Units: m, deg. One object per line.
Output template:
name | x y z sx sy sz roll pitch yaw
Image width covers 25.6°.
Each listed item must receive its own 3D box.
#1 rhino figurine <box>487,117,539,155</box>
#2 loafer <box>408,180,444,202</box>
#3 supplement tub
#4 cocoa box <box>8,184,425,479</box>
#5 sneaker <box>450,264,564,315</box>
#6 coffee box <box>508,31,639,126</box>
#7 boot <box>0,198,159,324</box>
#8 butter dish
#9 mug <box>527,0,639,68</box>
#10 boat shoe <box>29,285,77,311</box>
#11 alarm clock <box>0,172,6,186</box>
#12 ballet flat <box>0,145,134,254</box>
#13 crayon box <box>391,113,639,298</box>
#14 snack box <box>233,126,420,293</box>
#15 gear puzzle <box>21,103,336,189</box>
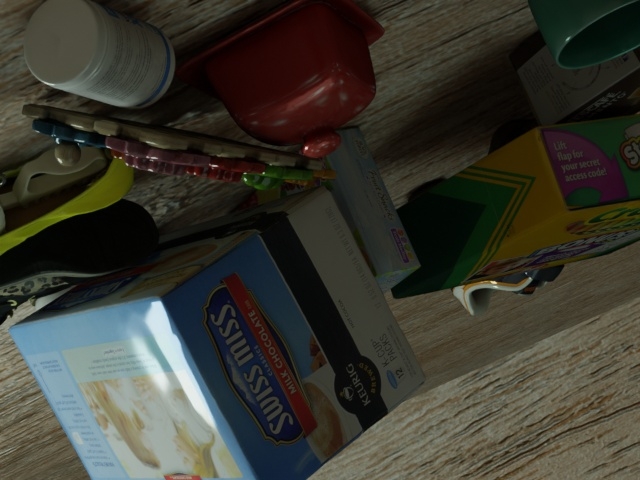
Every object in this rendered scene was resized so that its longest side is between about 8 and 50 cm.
rhino figurine | 0.290 -0.116 1.759 0.106 0.073 0.243 -20 170 30
loafer | 0.167 -0.015 1.918 0.080 0.078 0.220 -25 164 10
supplement tub | -0.165 -0.141 1.066 0.071 0.071 0.107 -28 164 21
cocoa box | -0.116 0.118 1.445 0.228 0.231 0.347 -34 -168 -35
sneaker | 0.328 0.003 2.116 0.321 0.127 0.126 -33 159 31
coffee box | 0.336 -0.212 1.449 0.141 0.098 0.246 -5 157 -48
boot | -0.299 0.029 1.449 0.236 0.085 0.178 -14 167 -28
butter dish | -0.017 -0.128 1.221 0.160 0.118 0.160 -27 163 16
mug | 0.251 -0.226 1.291 0.129 0.097 0.158 -18 165 -15
boat shoe | -0.212 0.081 1.683 0.302 0.103 0.113 -5 158 -46
alarm clock | -0.331 -0.055 1.142 0.129 0.064 0.192 -30 160 27
ballet flat | -0.276 -0.038 1.267 0.231 0.077 0.077 -24 158 -17
crayon box | 0.295 -0.047 1.610 0.363 0.106 0.313 -10 169 -34
snack box | 0.000 0.000 1.565 0.070 0.174 0.207 -11 162 -37
gear puzzle | -0.103 -0.071 1.253 0.175 0.044 0.339 14 -175 31
